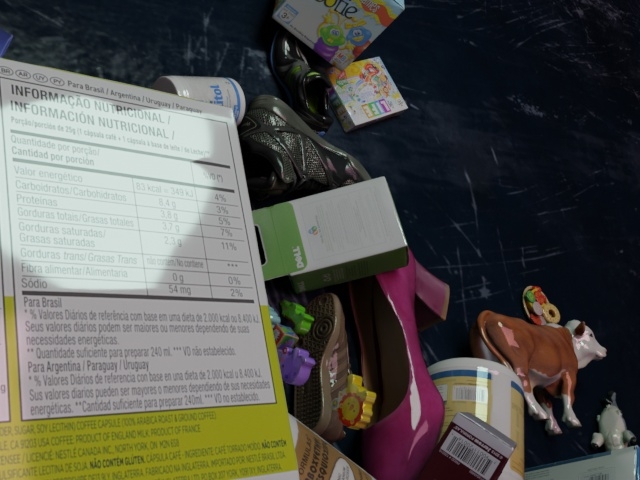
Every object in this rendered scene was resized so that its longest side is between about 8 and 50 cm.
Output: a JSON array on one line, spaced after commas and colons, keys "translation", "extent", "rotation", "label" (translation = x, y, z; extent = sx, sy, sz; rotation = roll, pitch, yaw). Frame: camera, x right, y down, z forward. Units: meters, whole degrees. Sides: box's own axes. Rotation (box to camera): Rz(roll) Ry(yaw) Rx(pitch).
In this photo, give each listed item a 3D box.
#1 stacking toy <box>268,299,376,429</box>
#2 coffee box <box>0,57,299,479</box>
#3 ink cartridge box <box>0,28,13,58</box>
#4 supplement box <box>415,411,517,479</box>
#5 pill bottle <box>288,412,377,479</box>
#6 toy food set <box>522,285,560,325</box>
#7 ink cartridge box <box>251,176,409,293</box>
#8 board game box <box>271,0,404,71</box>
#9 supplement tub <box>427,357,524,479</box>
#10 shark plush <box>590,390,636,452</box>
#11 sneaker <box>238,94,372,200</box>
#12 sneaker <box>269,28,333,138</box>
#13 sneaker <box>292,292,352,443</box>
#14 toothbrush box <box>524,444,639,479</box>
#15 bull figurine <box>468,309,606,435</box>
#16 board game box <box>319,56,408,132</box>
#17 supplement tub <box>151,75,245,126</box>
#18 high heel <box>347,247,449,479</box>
[{"translation": [-0.053, 0.118, 0.865], "extent": [0.167, 0.052, 0.221], "rotation": [25, 14, -40], "label": "stacking toy"}, {"translation": [-0.262, 0.092, 0.553], "extent": [0.338, 0.337, 0.334], "rotation": [5, 64, -39], "label": "coffee box"}, {"translation": [-0.439, -0.182, 0.748], "extent": [0.311, 0.065, 0.186], "rotation": [30, 51, -29], "label": "ink cartridge box"}, {"translation": [0.124, 0.309, 0.842], "extent": [0.073, 0.239, 0.130], "rotation": [32, -2, 20], "label": "supplement box"}, {"translation": [-0.052, 0.251, 0.804], "extent": [0.229, 0.131, 0.131], "rotation": [41, 46, -18], "label": "pill bottle"}, {"translation": [0.386, 0.119, 1.348], "extent": [0.082, 0.020, 0.083], "rotation": [-21, 83, -46], "label": "toy food set"}, {"translation": [0.000, 0.000, 0.994], "extent": [0.209, 0.062, 0.109], "rotation": [-14, 62, -1], "label": "ink cartridge box"}, {"translation": [0.032, -0.420, 1.202], "extent": [0.144, 0.142, 0.275], "rotation": [33, 37, -24], "label": "board game box"}, {"translation": [0.193, 0.271, 1.002], "extent": [0.144, 0.144, 0.200], "rotation": [31, 50, -26], "label": "supplement tub"}, {"translation": [0.507, 0.331, 1.340], "extent": [0.067, 0.073, 0.161], "rotation": [59, 19, -28], "label": "shark plush"}, {"translation": [-0.024, -0.084, 1.050], "extent": [0.227, 0.087, 0.130], "rotation": [37, 56, -25], "label": "sneaker"}, {"translation": [-0.020, -0.236, 1.136], "extent": [0.067, 0.078, 0.188], "rotation": [0, 65, -41], "label": "sneaker"}, {"translation": [0.007, 0.162, 0.967], "extent": [0.071, 0.066, 0.188], "rotation": [38, 50, -43], "label": "sneaker"}, {"translation": [0.445, 0.430, 1.090], "extent": [0.295, 0.216, 0.126], "rotation": [36, 48, -21], "label": "toothbrush box"}, {"translation": [0.346, 0.202, 1.209], "extent": [0.310, 0.101, 0.188], "rotation": [15, 60, -36], "label": "bull figurine"}, {"translation": [0.070, -0.243, 1.259], "extent": [0.154, 0.026, 0.103], "rotation": [-27, 87, -46], "label": "board game box"}, {"translation": [-0.157, -0.176, 0.987], "extent": [0.107, 0.071, 0.071], "rotation": [-11, 75, -45], "label": "supplement tub"}, {"translation": [0.063, 0.149, 0.982], "extent": [0.181, 0.127, 0.377], "rotation": [35, 40, -18], "label": "high heel"}]
